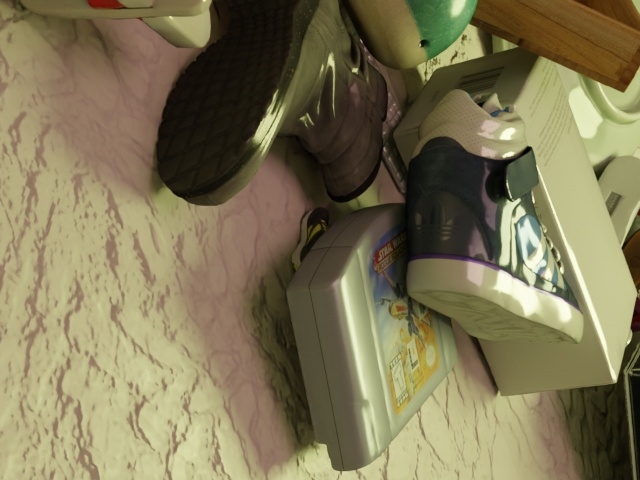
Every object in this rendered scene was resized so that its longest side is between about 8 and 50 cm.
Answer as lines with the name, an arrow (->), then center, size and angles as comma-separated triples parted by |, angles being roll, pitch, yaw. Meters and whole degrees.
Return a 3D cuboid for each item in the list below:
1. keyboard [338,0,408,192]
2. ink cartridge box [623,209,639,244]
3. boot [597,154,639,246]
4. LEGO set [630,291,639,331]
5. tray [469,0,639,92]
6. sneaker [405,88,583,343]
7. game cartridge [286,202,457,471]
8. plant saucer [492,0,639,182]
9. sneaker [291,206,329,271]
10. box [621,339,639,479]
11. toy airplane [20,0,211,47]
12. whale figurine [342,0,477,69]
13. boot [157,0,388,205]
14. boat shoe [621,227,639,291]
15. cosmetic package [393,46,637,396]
keyboard -> 0.048, -0.174, 1.330 | 0.256, 0.014, 0.072 | 60, 34, -24
ink cartridge box -> 0.478, -0.021, 1.867 | 0.145, 0.045, 0.179 | -95, 171, -83
boot -> 0.392, 0.000, 1.746 | 0.258, 0.095, 0.123 | -47, 159, -28
LEGO set -> 0.558, 0.060, 1.998 | 0.227, 0.087, 0.093 | -36, 109, -59
tray -> 0.265, -0.308, 1.470 | 0.202, 0.076, 0.411 | 23, 26, -5
sneaker -> 0.192, -0.029, 1.252 | 0.323, 0.130, 0.236 | 26, 67, -54
game cartridge -> 0.059, 0.070, 1.164 | 0.297, 0.062, 0.198 | -34, 120, -63
plant saucer -> 0.405, -0.275, 1.776 | 0.400, 0.100, 0.401 | 5, 83, -45
sneaker -> 0.000, 0.000, 1.156 | 0.031, 0.035, 0.083 | 53, 38, -35
box -> 0.640, 0.312, 1.744 | 0.472, 0.297, 0.480 | -38, 123, -59
toy airplane -> -0.138, -0.341, 0.907 | 0.384, 0.272, 0.386 | -48, 155, -43
whale figurine -> 0.071, -0.311, 1.258 | 0.216, 0.141, 0.272 | 57, 9, -61
boot -> -0.015, -0.108, 1.110 | 0.223, 0.118, 0.338 | 57, 39, -37
boat shoe -> 0.463, 0.025, 1.757 | 0.073, 0.207, 0.073 | 51, 23, 4
cosmetic package -> 0.241, -0.022, 1.431 | 0.366, 0.155, 0.197 | 67, 30, -21
